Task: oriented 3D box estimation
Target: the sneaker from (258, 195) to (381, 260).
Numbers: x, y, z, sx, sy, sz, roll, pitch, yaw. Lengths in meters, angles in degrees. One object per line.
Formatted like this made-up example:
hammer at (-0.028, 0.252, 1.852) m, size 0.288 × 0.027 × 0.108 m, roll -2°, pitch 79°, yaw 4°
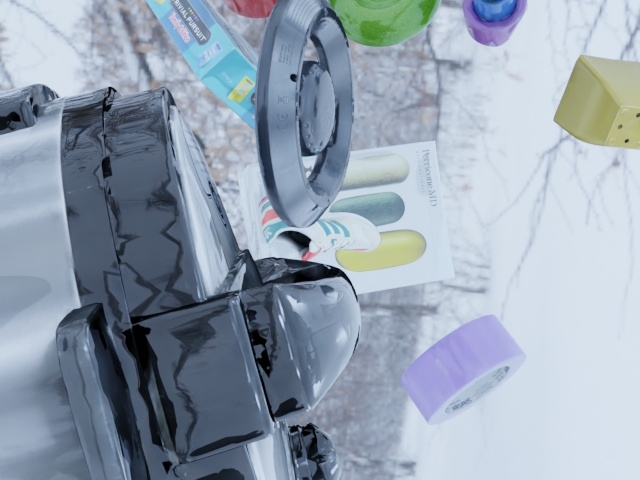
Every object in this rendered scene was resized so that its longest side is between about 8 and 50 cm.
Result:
sneaker at (0.000, 0.000, 1.103) m, size 0.057 × 0.161 × 0.075 m, roll -49°, pitch 32°, yaw 42°

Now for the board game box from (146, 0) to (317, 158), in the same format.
board game box at (-0.131, -0.282, 1.590) m, size 0.336 × 0.079 × 0.254 m, roll 40°, pitch -168°, yaw -51°

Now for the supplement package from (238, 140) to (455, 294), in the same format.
supplement package at (0.029, -0.023, 1.333) m, size 0.198 × 0.262 × 0.199 m, roll 174°, pitch 87°, yaw -81°

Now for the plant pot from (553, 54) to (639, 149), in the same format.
plant pot at (0.309, -0.137, 0.965) m, size 0.083 × 0.081 × 0.081 m, roll -111°, pitch 29°, yaw -51°

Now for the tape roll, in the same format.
tape roll at (0.225, 0.204, 1.445) m, size 0.080 × 0.189 × 0.189 m, roll 55°, pitch 165°, yaw 24°

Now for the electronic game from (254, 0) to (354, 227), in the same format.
electronic game at (-0.014, -0.126, 0.879) m, size 0.229 × 0.048 × 0.229 m, roll 4°, pitch -90°, yaw -73°

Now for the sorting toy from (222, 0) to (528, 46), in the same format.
sorting toy at (0.034, -0.291, 0.957) m, size 0.127 × 0.365 × 0.126 m, roll -69°, pitch -20°, yaw -12°

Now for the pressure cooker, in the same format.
pressure cooker at (-0.178, 0.094, 0.622) m, size 0.376 × 0.420 × 0.370 m, roll 77°, pitch 177°, yaw -45°
